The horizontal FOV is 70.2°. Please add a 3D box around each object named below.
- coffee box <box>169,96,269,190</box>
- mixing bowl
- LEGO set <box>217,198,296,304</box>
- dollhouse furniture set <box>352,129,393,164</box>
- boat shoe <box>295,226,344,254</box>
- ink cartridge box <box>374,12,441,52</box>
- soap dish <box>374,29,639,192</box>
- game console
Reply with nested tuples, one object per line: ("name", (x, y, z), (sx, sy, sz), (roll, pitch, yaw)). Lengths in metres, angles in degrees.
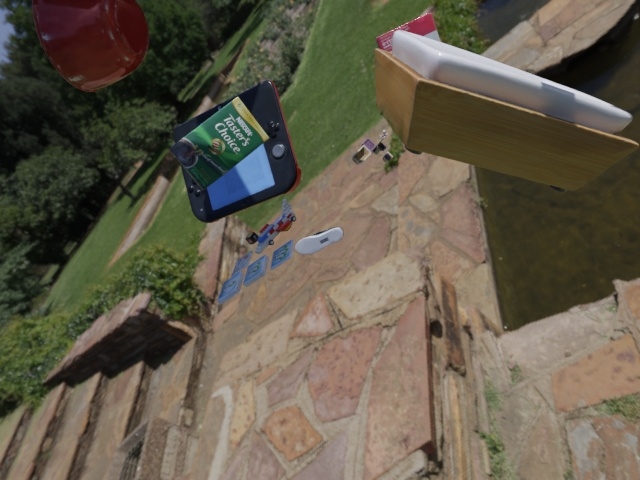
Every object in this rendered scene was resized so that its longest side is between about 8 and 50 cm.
("coffee box", (-0.213, -0.207, 0.970), (0.184, 0.113, 0.040), (-39, 16, -9))
("mixing bowl", (-0.334, -0.329, 0.707), (0.098, 0.181, 0.181), (0, 46, 11))
("LEGO set", (-0.136, 0.012, 0.970), (0.182, 0.060, 0.244), (-33, 20, 15))
("dollhouse furniture set", (0.152, -0.244, 1.244), (0.114, 0.091, 0.081), (-47, 2, -35))
("boat shoe", (0.000, 0.000, 1.247), (0.142, 0.049, 0.040), (-20, 11, 14))
("ink cartridge box", (0.214, -0.397, 1.039), (0.127, 0.176, 0.128), (-21, 15, 11))
("soap dish", (0.220, -0.175, 0.611), (0.229, 0.291, 0.118), (-101, 25, -59))
("game console", (-0.262, -0.258, 1.385), (0.387, 0.342, 0.060), (-19, -3, 21))
